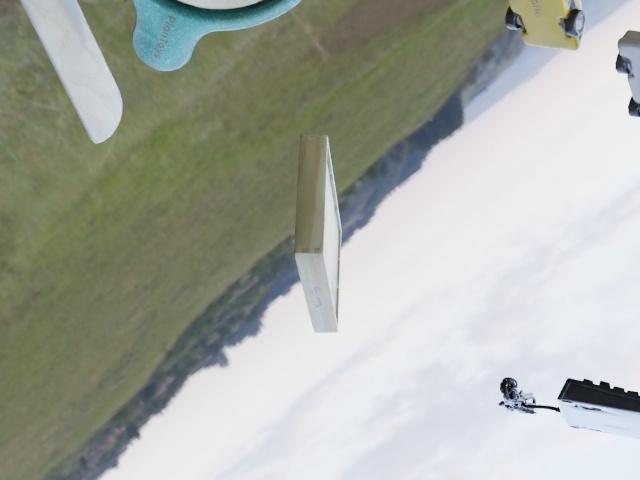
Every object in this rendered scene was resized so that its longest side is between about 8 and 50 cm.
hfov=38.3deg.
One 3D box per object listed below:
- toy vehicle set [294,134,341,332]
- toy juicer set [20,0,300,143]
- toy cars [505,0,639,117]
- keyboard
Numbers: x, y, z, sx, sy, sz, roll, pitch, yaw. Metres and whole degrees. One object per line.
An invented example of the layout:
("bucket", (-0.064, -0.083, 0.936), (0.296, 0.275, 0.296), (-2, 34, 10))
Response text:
("toy vehicle set", (0.000, 0.000, 1.233), (0.035, 0.166, 0.267), (0, 153, 5))
("toy juicer set", (-0.079, -0.199, 0.454), (0.329, 0.209, 0.089), (-33, -156, 22))
("toy cars", (0.374, -0.278, 1.194), (0.087, 0.394, 0.176), (-59, -170, -16))
("keyboard", (0.286, 0.180, 0.999), (0.317, 0.201, 0.033), (46, 53, -67))
